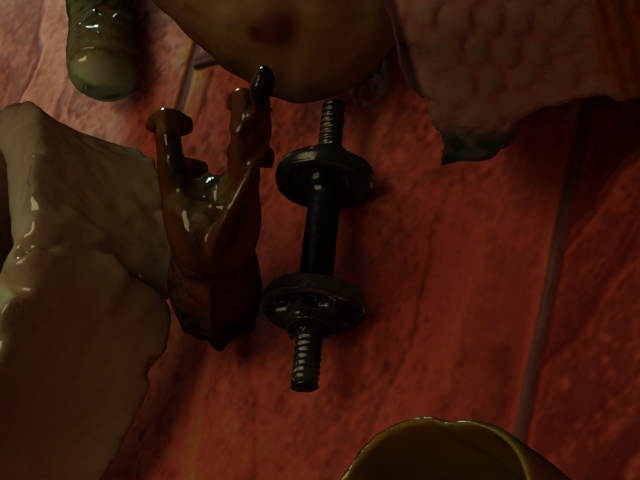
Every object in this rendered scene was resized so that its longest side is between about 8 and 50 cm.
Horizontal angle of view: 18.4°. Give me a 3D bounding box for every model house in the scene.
[{"bbox_3d":[0.180,-0.196,1.376,0.237,0.202,0.237,-14,16,16],"label":"model house"}]

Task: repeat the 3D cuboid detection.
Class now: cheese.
[{"bbox_3d":[-0.249,0.062,1.664,0.292,0.153,0.332,40,108,58],"label":"cheese"}]

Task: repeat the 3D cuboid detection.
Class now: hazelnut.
[{"bbox_3d":[-0.025,-0.234,1.603,0.241,0.261,0.261,114,156,-47],"label":"hazelnut"}]

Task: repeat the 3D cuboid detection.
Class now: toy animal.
[{"bbox_3d":[-0.077,-0.009,1.486,0.312,0.097,0.158,103,162,-77],"label":"toy animal"}]

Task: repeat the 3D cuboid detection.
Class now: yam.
[{"bbox_3d":[-0.220,-0.277,1.941,0.081,0.081,0.357,-35,42,28],"label":"yam"}]

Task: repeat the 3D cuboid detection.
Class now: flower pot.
[{"bbox_3d":[0.107,0.220,1.171,0.195,0.179,0.195,-25,51,35],"label":"flower pot"}]

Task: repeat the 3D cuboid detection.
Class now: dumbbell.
[{"bbox_3d":[0.000,0.000,1.515,0.081,0.081,0.254,-21,51,39],"label":"dumbbell"}]
